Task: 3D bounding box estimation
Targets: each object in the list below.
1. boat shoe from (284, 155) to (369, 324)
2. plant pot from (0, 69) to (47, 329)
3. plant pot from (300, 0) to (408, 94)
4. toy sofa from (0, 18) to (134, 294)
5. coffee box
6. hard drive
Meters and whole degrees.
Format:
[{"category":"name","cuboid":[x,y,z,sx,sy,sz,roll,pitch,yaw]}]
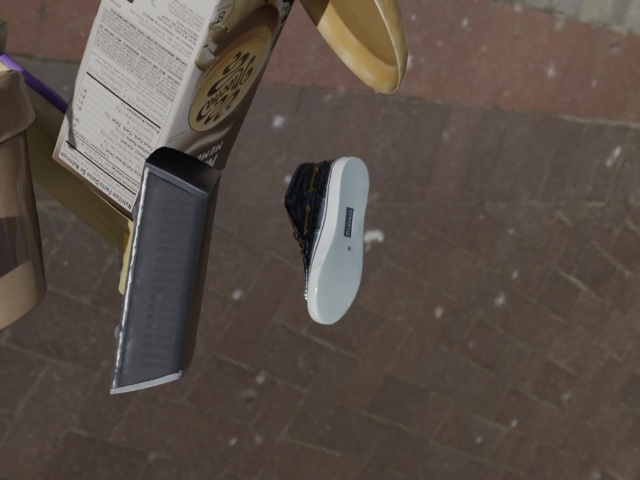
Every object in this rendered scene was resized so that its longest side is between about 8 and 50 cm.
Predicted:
[{"category":"boat shoe","cuboid":[0.000,0.000,1.147,0.065,0.083,0.184,21,75,-43]},{"category":"plant pot","cuboid":[-0.383,-0.022,1.054,0.263,0.263,0.229,-29,111,-31]},{"category":"plant pot","cuboid":[0.023,-0.260,1.096,0.032,0.236,0.236,-35,136,-8]},{"category":"toy sofa","cuboid":[-0.303,-0.119,1.333,0.177,0.362,0.150,-42,164,-38]},{"category":"coffee box","cuboid":[-0.135,-0.184,1.040,0.168,0.118,0.297,-40,163,-50]},{"category":"hard drive","cuboid":[-0.113,0.016,0.808,0.054,0.255,0.172,9,94,-5]}]
